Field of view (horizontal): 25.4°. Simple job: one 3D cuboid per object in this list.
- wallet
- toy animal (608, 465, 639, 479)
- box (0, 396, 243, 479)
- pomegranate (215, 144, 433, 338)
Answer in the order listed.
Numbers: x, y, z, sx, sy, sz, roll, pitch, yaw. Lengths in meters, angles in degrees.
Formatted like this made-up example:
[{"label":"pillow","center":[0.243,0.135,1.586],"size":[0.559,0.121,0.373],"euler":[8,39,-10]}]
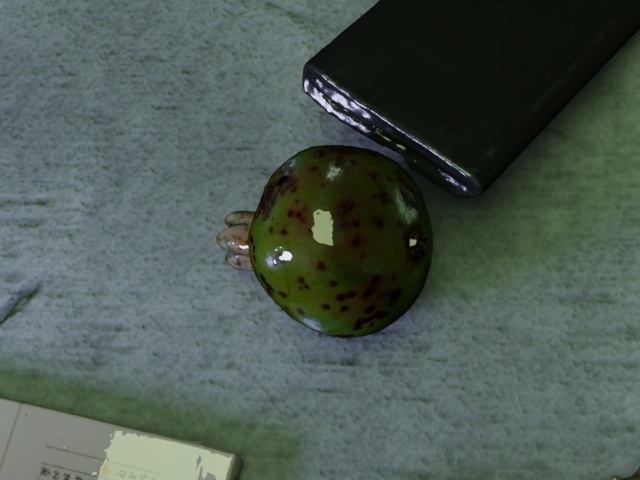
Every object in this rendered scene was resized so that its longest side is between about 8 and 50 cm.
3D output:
[{"label":"wallet","center":[0.191,-0.228,1.463],"size":[0.228,0.062,0.406],"euler":[37,63,18]},{"label":"toy animal","center":[0.304,0.247,1.325],"size":[0.214,0.186,0.094],"euler":[11,42,-10]},{"label":"box","center":[-0.278,0.273,1.433],"size":[0.365,0.051,0.205],"euler":[11,73,12]},{"label":"pomegranate","center":[0.000,0.000,1.417],"size":[0.247,0.202,0.202],"euler":[-1,69,36]}]
